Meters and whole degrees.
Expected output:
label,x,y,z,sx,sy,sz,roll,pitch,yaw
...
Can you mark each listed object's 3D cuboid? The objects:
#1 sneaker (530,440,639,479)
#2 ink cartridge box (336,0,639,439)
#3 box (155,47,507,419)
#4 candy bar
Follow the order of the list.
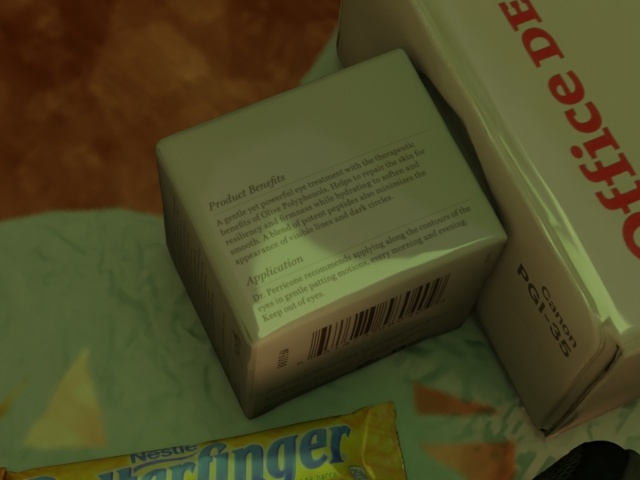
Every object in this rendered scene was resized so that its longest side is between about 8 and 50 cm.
label,x,y,z,sx,sy,sz,roll,pitch,yaw
sneaker,0.010,0.121,0.469,0.227,0.087,0.130,-38,80,-14
ink cartridge box,0.173,-0.074,0.555,0.283,0.117,0.207,-21,69,-14
box,0.000,0.000,0.515,0.101,0.102,0.087,-23,72,-13
candy bar,-0.047,0.093,0.515,0.161,0.018,0.040,-8,66,-9
